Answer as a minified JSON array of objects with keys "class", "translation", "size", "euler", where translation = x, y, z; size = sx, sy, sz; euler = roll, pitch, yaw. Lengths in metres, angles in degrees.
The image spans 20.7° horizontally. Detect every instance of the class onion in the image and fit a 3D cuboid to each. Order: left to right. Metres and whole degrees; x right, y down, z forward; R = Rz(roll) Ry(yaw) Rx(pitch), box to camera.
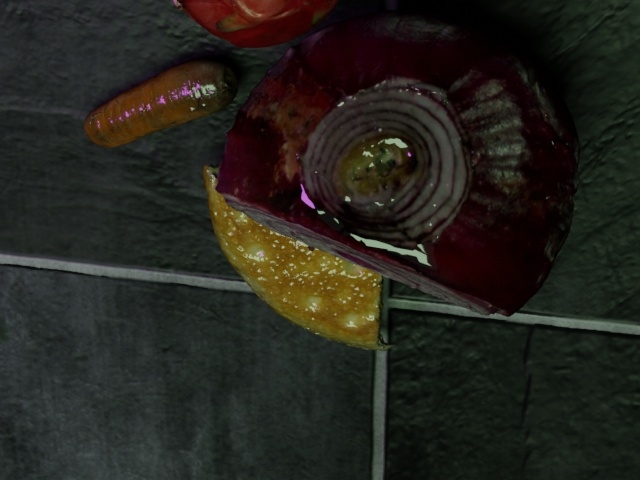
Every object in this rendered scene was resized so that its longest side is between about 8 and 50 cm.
[{"class":"onion","translation":[0.083,-0.091,1.654],"size":[0.336,0.282,0.260],"euler":[22,91,18]}]

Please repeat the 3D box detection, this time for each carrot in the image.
[{"class":"carrot","translation":[-0.168,-0.141,1.806],"size":[0.186,0.060,0.060],"euler":[-16,118,28]}]

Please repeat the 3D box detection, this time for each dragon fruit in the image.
[{"class":"dragon fruit","translation":[-0.054,-0.267,1.633],"size":[0.172,0.172,0.209],"euler":[34,134,-10]}]

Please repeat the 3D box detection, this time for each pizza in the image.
[{"class":"pizza","translation":[0.000,0.000,1.859],"size":[0.197,0.058,0.292],"euler":[-36,111,29]}]
